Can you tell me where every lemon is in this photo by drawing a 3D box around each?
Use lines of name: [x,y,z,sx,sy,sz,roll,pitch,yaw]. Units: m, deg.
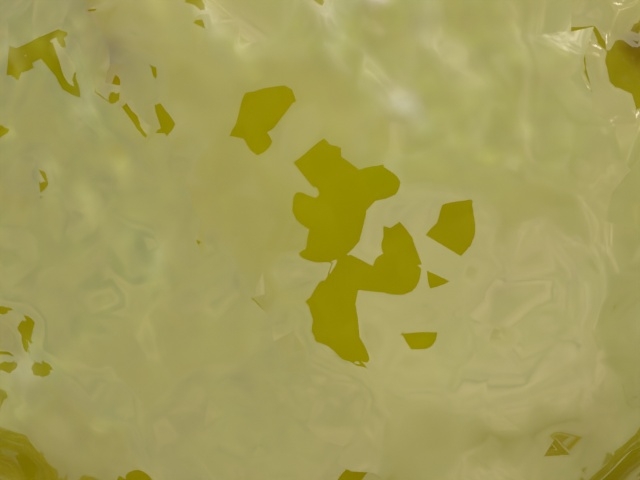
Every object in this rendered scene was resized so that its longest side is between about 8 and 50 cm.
lemon: [0.000,0.000,0.510,0.364,0.364,0.364,-2,74,8]
